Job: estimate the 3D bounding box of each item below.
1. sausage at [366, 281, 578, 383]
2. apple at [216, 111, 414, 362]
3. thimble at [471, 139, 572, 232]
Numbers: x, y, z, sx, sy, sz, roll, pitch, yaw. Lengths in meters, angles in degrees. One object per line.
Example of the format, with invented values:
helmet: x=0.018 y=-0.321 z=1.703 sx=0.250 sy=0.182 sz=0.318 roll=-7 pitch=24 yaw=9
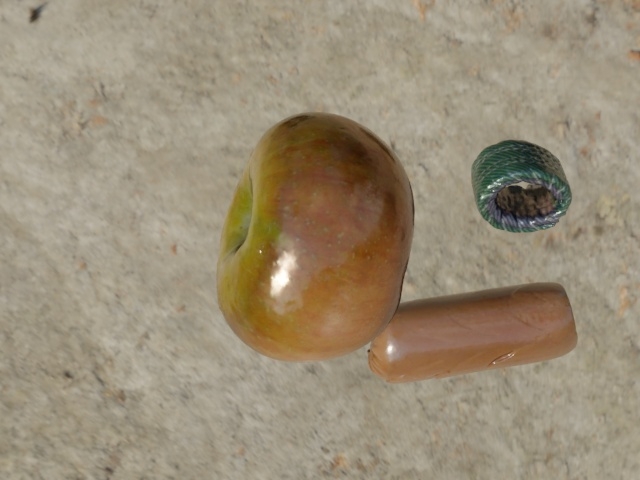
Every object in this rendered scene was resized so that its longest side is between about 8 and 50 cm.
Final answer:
sausage: x=0.217 y=0.135 z=1.468 sx=0.304 sy=0.121 sz=0.121 roll=-8 pitch=63 yaw=-5
apple: x=0.000 y=0.000 z=0.958 sx=0.173 sy=0.235 sz=0.210 roll=14 pitch=32 yaw=-15
thimble: x=0.284 y=-0.078 z=1.427 sx=0.135 sy=0.118 sz=0.090 roll=8 pitch=43 yaw=-9
